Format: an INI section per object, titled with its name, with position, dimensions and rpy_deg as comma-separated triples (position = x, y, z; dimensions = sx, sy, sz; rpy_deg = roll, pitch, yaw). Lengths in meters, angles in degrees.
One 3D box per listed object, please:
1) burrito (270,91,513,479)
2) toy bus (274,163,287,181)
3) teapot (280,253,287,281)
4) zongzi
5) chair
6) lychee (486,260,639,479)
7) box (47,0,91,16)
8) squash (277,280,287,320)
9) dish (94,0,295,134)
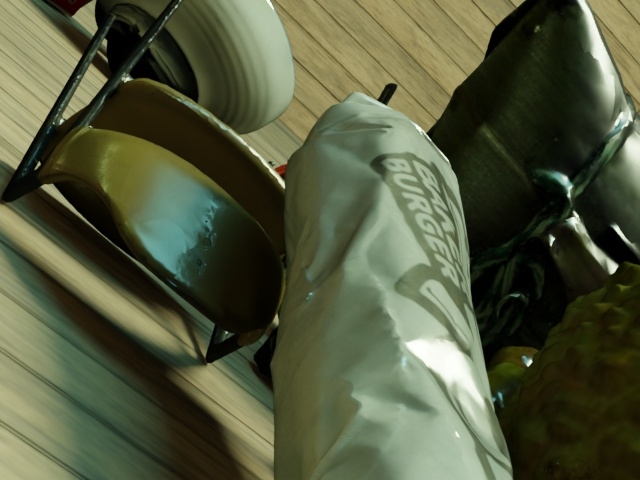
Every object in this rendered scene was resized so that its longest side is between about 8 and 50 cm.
[burrito]
position = 0.025, 0.083, 0.520
dimensions = 0.101, 0.139, 0.445
rpy_deg = 5, 31, -3
[toy bus]
position = 0.000, 0.000, 1.328
dimensions = 0.195, 0.081, 0.089
rpy_deg = 39, 17, -45
[teapot]
position = -0.014, -0.001, 1.173
dimensions = 0.080, 0.110, 0.085
rpy_deg = 32, -42, 18
[zongzi]
position = 0.172, 0.037, 0.946
dimensions = 0.383, 0.319, 0.362
rpy_deg = 41, 11, -16
[chair]
position = -0.078, -0.037, 0.749
dimensions = 0.159, 0.172, 0.247
rpy_deg = 42, 50, -22
[lychee]
position = 0.188, 0.139, 0.653
dimensions = 0.320, 0.270, 0.270
rpy_deg = 53, 10, 30
[box]
position = -0.353, -0.341, 1.439
dimensions = 0.123, 0.050, 0.229
rpy_deg = 48, 7, 28
[squash]
position = 0.093, 0.133, 1.008
dimensions = 0.331, 0.087, 0.087
rpy_deg = 42, 6, -15
[dish]
position = -0.172, -0.210, 1.402
dimensions = 0.273, 0.134, 0.273
rpy_deg = 35, -30, 24
